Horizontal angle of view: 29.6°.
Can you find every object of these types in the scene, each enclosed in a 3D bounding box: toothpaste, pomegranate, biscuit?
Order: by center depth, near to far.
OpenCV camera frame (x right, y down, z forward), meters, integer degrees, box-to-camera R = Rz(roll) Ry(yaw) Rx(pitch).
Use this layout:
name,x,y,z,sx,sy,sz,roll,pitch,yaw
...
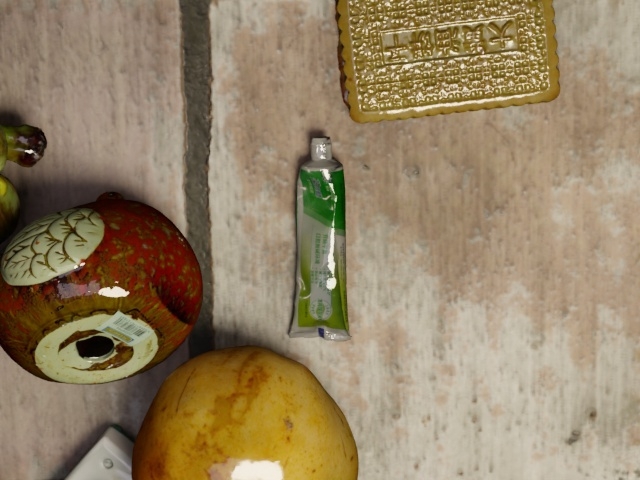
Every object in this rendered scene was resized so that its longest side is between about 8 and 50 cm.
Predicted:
name,x,y,z,sx,sy,sz,roll,pitch,yaw
pomegranate,-0.083,0.245,1.384,0.264,0.264,0.264,1,99,4
biscuit,0.144,-0.231,1.398,0.254,0.029,0.172,-6,99,6
toothpaste,0.000,0.000,1.439,0.078,0.047,0.248,2,101,8

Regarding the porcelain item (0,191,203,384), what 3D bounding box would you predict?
name,x,y,z,sx,sy,sz,roll,pitch,yaw
porcelain item,-0.260,0.039,1.404,0.253,0.253,0.253,1,99,4

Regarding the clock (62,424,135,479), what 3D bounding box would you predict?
name,x,y,z,sx,sy,sz,roll,pitch,yaw
clock,-0.258,0.400,1.486,0.231,0.116,0.262,41,99,-2

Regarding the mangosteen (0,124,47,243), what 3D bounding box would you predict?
name,x,y,z,sx,sy,sz,roll,pitch,yaw
mangosteen,-0.498,-0.058,1.342,0.330,0.330,0.330,1,99,4
